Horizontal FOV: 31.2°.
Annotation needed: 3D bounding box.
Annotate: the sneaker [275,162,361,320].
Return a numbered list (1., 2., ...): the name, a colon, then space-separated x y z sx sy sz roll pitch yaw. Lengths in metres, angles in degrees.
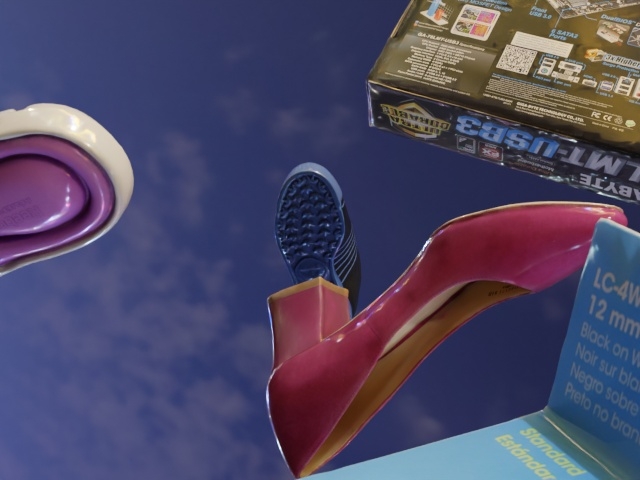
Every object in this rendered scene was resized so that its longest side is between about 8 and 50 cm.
1. sneaker: 0.000 0.000 1.293 0.090 0.081 0.232 -79 166 -53

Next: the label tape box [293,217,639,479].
1. label tape box: 0.043 0.177 0.275 0.249 0.115 0.347 37 -67 64

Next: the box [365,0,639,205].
1. box: 0.229 -0.183 0.982 0.295 0.293 0.073 17 -32 18

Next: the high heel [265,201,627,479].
1. high heel: 0.069 0.059 0.663 0.244 0.082 0.117 -18 -114 25

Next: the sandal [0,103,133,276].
1. sandal: -0.339 0.013 0.929 0.416 0.102 0.169 -28 -61 26
